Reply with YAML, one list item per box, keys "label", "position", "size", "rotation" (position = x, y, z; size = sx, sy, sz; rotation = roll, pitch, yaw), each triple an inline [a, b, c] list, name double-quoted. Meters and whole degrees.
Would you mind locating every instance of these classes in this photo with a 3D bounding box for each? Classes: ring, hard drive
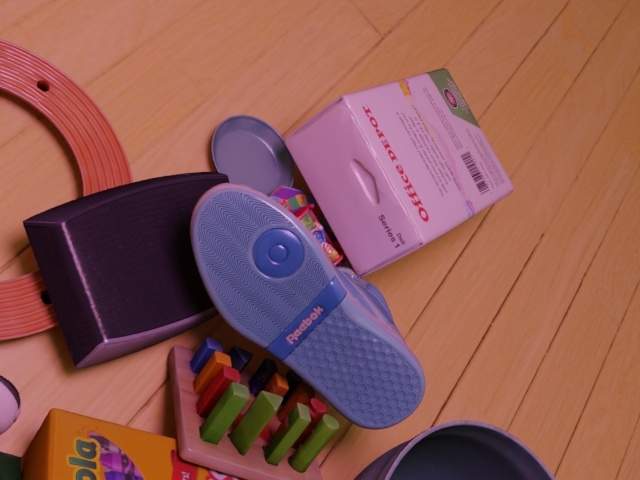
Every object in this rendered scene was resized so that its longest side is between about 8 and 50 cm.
- label: "ring"
  position: [-0.346, -0.059, 0.897]
  size: [0.336, 0.032, 0.337]
  rotation: [16, 61, -30]
- label: "hard drive"
  position: [-0.170, 0.018, 0.946]
  size: [0.254, 0.054, 0.172]
  rotation: [-22, 93, -49]

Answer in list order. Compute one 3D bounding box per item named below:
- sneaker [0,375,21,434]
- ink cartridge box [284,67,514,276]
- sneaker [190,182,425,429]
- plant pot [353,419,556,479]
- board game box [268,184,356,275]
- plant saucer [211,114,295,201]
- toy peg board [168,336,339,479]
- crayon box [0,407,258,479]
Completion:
- label: "sneaker"
  position: [-0.401, 0.126, 0.725]
  size: [0.281, 0.106, 0.163]
  rotation: [35, 60, -15]
- label: "ink cartridge box"
  position: [0.110, -0.097, 1.173]
  size: [0.278, 0.117, 0.201]
  rotation: [-26, 87, -52]
- label: "sneaker"
  position: [-0.024, 0.053, 0.991]
  size: [0.319, 0.127, 0.208]
  rotation: [51, 5, -16]
- label: "plant pot"
  position: [0.110, 0.353, 0.939]
  size: [0.293, 0.196, 0.293]
  rotation: [15, 61, -30]
- label: "board game box"
  position: [0.000, 0.000, 1.112]
  size: [0.168, 0.033, 0.133]
  rotation: [14, 67, -39]
- label: "plant saucer"
  position: [-0.087, -0.098, 1.115]
  size: [0.119, 0.021, 0.119]
  rotation: [16, 61, -30]
- label: "toy peg board"
  position: [-0.062, 0.163, 0.925]
  size: [0.161, 0.079, 0.161]
  rotation: [25, 23, -26]
- label: "crayon box"
  position: [-0.156, 0.271, 0.799]
  size: [0.318, 0.081, 0.202]
  rotation: [22, 29, -28]
